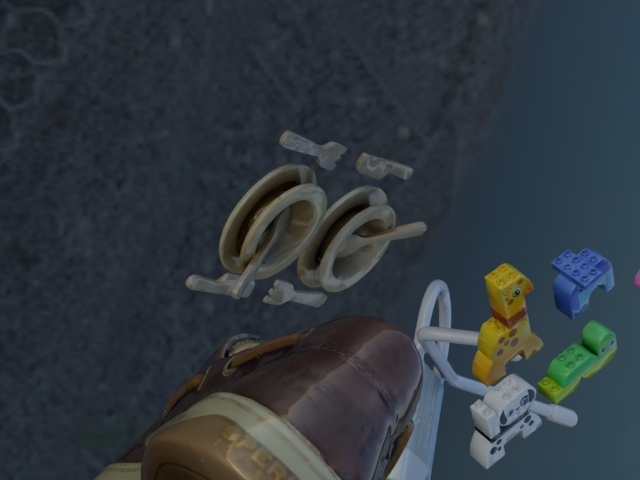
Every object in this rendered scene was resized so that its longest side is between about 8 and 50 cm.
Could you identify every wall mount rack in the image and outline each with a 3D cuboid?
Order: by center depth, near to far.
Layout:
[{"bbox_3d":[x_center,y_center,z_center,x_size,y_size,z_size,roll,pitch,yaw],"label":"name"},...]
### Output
[{"bbox_3d":[0.145,0.225,1.513,0.304,0.130,0.350,50,49,-65],"label":"wall mount rack"}]

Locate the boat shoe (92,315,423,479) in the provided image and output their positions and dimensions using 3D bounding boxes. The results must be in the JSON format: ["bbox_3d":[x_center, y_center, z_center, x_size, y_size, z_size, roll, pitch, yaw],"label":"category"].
[{"bbox_3d":[-0.028,0.110,0.794,0.123,0.123,0.342,-48,176,-21],"label":"boat shoe"}]

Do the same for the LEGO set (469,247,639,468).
[{"bbox_3d":[0.174,0.053,1.205,0.227,0.087,0.093,-36,138,-18],"label":"LEGO set"}]

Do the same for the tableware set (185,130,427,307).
[{"bbox_3d":[0.000,0.000,1.102,0.128,0.039,0.194,-56,154,12],"label":"tableware set"}]
